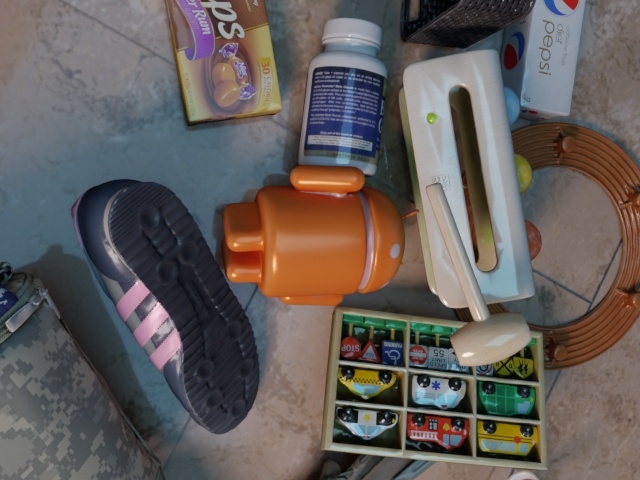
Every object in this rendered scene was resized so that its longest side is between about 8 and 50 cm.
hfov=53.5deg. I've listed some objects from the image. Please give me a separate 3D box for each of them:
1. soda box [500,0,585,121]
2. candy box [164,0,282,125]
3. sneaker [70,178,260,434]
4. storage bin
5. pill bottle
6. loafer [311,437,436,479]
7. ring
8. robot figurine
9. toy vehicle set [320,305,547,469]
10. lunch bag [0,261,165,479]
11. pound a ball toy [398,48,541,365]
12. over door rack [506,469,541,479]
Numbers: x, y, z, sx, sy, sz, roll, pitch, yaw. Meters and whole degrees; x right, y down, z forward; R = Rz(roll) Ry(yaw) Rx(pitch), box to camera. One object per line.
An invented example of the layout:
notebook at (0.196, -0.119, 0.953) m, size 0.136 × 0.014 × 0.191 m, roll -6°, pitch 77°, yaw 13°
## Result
soda box at (0.282, -0.266, 0.808) m, size 0.074 × 0.069 × 0.216 m, roll 7°, pitch 92°, yaw -14°
candy box at (-0.113, -0.231, 0.719) m, size 0.109 × 0.053 × 0.186 m, roll -10°, pitch 96°, yaw -13°
sneaker at (-0.168, 0.073, 0.706) m, size 0.112 × 0.131 × 0.319 m, roll -38°, pitch 123°, yaw -37°
storage bin at (0.162, -0.299, 0.718) m, size 0.084 × 0.180 × 0.122 m, roll 1°, pitch 93°, yaw -13°
pill bottle at (0.028, -0.162, 0.736) m, size 0.094 × 0.094 × 0.169 m, roll 6°, pitch 92°, yaw -14°
loafer at (0.042, 0.284, 0.775) m, size 0.267 × 0.096 × 0.084 m, roll -30°, pitch 81°, yaw -18°
ring at (0.320, 0.009, 0.851) m, size 0.336 × 0.032 × 0.336 m, roll -1°, pitch 94°, yaw -14°
robot figurine at (0.000, -0.001, 0.719) m, size 0.219 × 0.128 × 0.158 m, roll -1°, pitch 88°, yaw -14°
toy vehicle set at (0.139, 0.178, 0.765) m, size 0.267 × 0.035 × 0.166 m, roll 8°, pitch 69°, yaw -8°
lunch bag at (-0.313, 0.202, 0.590) m, size 0.256 × 0.212 × 0.305 m, roll -37°, pitch 120°, yaw -25°
pound a ball toy at (0.178, -0.044, 0.700) m, size 0.136 × 0.208 × 0.319 m, roll -10°, pitch 91°, yaw 5°
over door rack at (0.208, 0.463, 0.764) m, size 0.324 × 0.108 × 0.239 m, roll -46°, pitch 127°, yaw -8°
